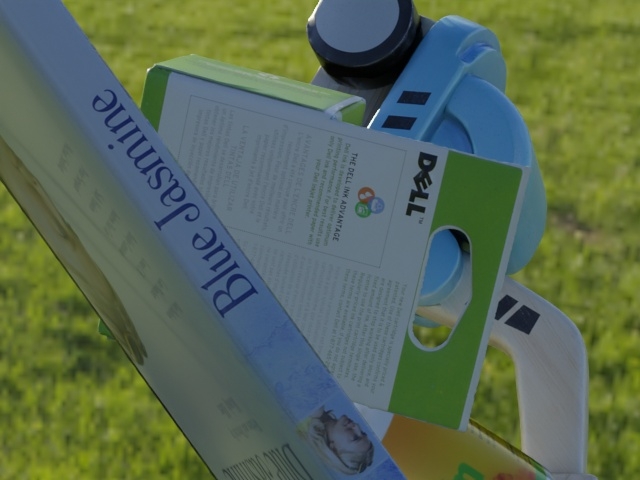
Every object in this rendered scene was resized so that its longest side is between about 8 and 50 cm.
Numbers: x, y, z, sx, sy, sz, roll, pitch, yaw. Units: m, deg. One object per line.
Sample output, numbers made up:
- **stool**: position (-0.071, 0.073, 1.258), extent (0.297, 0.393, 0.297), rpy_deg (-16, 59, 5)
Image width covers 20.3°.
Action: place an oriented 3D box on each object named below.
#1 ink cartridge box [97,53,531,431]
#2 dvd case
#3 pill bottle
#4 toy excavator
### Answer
- **ink cartridge box**: position (0.000, 0.000, 1.185), extent (0.255, 0.188, 0.097), rpy_deg (15, 15, 10)
- **dvd case**: position (-0.061, 0.008, 0.612), extent (0.022, 0.253, 0.180), rpy_deg (-36, -2, -17)
- **pill bottle**: position (0.052, 0.177, 1.402), extent (0.246, 0.136, 0.136), rpy_deg (34, 20, -15)
- **toy excavator**: position (0.128, 0.017, 1.666), extent (0.445, 0.433, 0.222), rpy_deg (25, -14, 23)
